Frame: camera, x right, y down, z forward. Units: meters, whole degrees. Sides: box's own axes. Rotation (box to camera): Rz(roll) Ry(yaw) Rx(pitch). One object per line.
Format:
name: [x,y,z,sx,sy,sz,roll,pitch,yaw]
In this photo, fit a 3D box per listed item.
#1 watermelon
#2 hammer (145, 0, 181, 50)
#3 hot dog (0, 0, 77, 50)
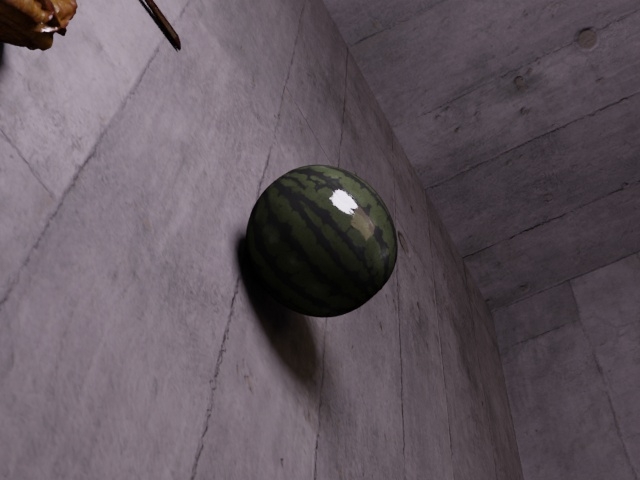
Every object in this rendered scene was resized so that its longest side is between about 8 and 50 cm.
watermelon: [0.000,0.000,1.341,0.212,0.212,0.212,57,18,-29]
hammer: [-0.244,-0.345,1.393,0.178,0.021,0.065,54,18,-38]
hot dog: [-0.318,-0.265,0.853,0.196,0.122,0.272,69,14,12]
